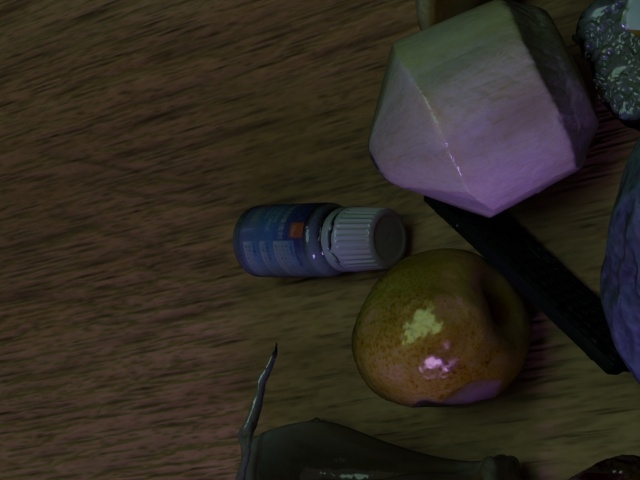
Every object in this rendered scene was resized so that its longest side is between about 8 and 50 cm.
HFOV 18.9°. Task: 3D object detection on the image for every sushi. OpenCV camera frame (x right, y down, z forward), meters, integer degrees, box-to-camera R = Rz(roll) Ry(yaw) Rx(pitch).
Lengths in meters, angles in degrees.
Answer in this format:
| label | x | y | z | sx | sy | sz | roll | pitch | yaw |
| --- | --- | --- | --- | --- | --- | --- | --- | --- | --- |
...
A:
| label | x | y | z | sx | sy | sz | roll | pitch | yaw |
| --- | --- | --- | --- | --- | --- | --- | --- | --- | --- |
| sushi | 0.310 | -0.168 | 1.857 | 0.090 | 0.078 | 0.150 | -37 | 53 | 22 |

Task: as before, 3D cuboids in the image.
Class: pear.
| label | x | y | z | sx | sy | sz | roll | pitch | yaw |
| --- | --- | --- | --- | --- | --- | --- | --- | --- | --- |
| pear | 0.115 | 0.094 | 1.902 | 0.178 | 0.178 | 0.178 | -15 | 68 | 40 |

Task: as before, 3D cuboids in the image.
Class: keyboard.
| label | x | y | z | sx | sy | sz | roll | pitch | yaw |
| --- | --- | --- | --- | --- | --- | --- | --- | --- | --- |
| keyboard | 0.215 | 0.036 | 1.871 | 0.310 | 0.101 | 0.018 | 46 | 120 | 42 |

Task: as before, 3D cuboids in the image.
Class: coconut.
| label | x | y | z | sx | sy | sz | roll | pitch | yaw |
| --- | --- | --- | --- | --- | --- | --- | --- | --- | --- |
| coconut | 0.151 | -0.124 | 1.888 | 0.222 | 0.202 | 0.202 | -24 | 58 | 5 |

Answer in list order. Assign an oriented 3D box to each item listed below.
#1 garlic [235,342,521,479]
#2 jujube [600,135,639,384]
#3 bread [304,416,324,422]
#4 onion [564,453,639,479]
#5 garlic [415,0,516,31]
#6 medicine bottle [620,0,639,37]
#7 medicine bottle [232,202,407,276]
| label | x | y | z | sx | sy | sz | roll | pitch | yaw |
| --- | --- | --- | --- | --- | --- | --- | --- | --- | --- |
| garlic | 0.009 | 0.280 | 1.883 | 0.340 | 0.231 | 0.246 | 24 | 104 | 28 |
| jujube | 0.358 | 0.011 | 1.616 | 0.215 | 0.308 | 0.246 | 26 | 62 | 24 |
| bread | -0.018 | 0.269 | 2.058 | 0.074 | 0.084 | 0.139 | 153 | 100 | -83 |
| onion | 0.266 | 0.316 | 1.652 | 0.207 | 0.206 | 0.216 | 30 | 113 | 38 |
| garlic | 0.156 | -0.261 | 2.023 | 0.207 | 0.128 | 0.115 | -67 | 23 | 14 |
| medicine bottle | 0.394 | -0.210 | 1.670 | 0.141 | 0.250 | 0.137 | 16 | 90 | 48 |
| medicine bottle | 0.000 | 0.000 | 2.102 | 0.203 | 0.083 | 0.083 | 0 | 78 | 42 |
